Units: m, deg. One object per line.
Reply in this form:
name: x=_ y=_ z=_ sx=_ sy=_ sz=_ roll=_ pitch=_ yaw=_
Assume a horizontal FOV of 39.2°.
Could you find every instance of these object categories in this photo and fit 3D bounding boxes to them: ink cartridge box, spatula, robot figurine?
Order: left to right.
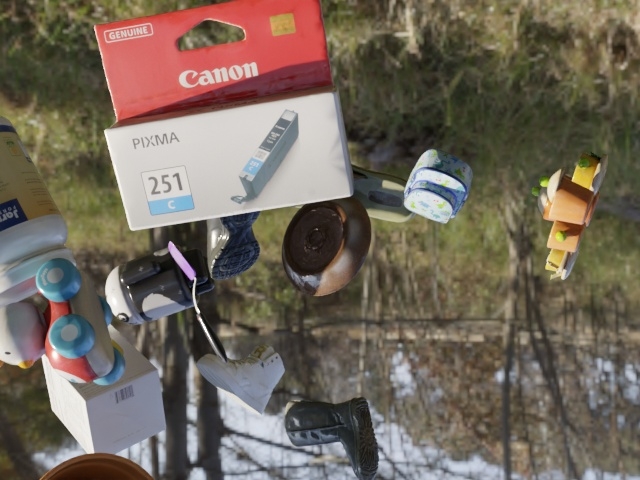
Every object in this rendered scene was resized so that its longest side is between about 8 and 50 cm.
robot figurine: x=-0.423 y=0.118 z=2.355 sx=0.278 sy=0.209 sz=0.173 roll=-19 pitch=-153 yaw=4
spatula: x=-0.272 y=0.140 z=2.011 sx=0.030 sy=0.296 sz=0.084 roll=-21 pitch=171 yaw=-18
ink cartridge box: x=-0.124 y=-0.164 z=1.137 sx=0.296 sy=0.261 sz=0.066 roll=-9 pitch=-162 yaw=4

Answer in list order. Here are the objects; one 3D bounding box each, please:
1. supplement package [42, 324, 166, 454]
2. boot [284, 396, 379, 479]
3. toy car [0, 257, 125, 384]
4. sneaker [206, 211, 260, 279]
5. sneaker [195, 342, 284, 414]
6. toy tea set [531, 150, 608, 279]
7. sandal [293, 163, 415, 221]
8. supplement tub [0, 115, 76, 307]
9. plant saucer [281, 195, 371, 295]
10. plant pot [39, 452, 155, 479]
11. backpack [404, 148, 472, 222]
supplement package: x=-0.550 y=0.378 z=2.274 sx=0.199 sy=0.198 sz=0.263 roll=-22 pitch=-145 yaw=-32
boot: x=0.018 y=0.422 z=1.900 sx=0.209 sy=0.189 sz=0.076 roll=-16 pitch=161 yaw=34
toy car: x=-0.504 y=0.177 z=1.608 sx=0.238 sy=0.210 sz=0.219 roll=-20 pitch=156 yaw=-3
sneaker: x=-0.191 y=-0.037 z=1.877 sx=0.109 sy=0.286 sz=0.130 roll=-11 pitch=-133 yaw=-27
sneaker: x=-0.202 y=0.325 z=2.356 sx=0.108 sy=0.169 sz=0.292 roll=19 pitch=159 yaw=36
toy tea set: x=0.435 y=-0.069 z=1.649 sx=0.124 sy=0.200 sz=0.336 roll=20 pitch=163 yaw=17
sandal: x=0.043 y=-0.093 z=1.773 sx=0.303 sy=0.120 sz=0.086 roll=9 pitch=-146 yaw=10
supplement tub: x=-0.614 y=-0.049 z=1.672 sx=0.228 sy=0.316 sz=0.228 roll=-29 pitch=176 yaw=-2
plant saucer: x=0.000 y=0.000 z=1.625 sx=0.199 sy=0.198 sz=0.036 roll=-2 pitch=160 yaw=37
plant pot: x=-0.468 y=0.581 z=1.792 sx=0.291 sy=0.290 sz=0.203 roll=0 pitch=163 yaw=-27
backpack: x=0.198 y=-0.089 z=1.507 sx=0.105 sy=0.084 sz=0.114 roll=24 pitch=148 yaw=4
